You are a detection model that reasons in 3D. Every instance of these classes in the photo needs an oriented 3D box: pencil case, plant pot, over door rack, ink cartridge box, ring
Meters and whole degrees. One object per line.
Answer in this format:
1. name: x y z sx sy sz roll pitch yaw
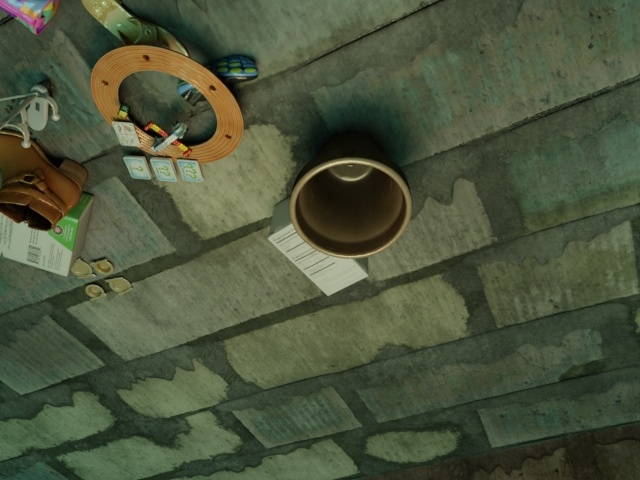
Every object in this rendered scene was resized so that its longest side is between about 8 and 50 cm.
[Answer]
1. pencil case: -0.628 -0.500 1.069 0.236 0.104 0.104 29 125 -21
2. plant pot: 0.066 -0.130 1.256 0.262 0.229 0.263 1 130 2
3. over door rack: -0.751 -0.223 1.184 0.324 0.240 0.108 6 134 12
4. ink cartridge box: -0.754 -0.058 1.423 0.289 0.122 0.211 20 127 -14
5. ring: -0.329 -0.290 1.220 0.336 0.032 0.337 8 146 5

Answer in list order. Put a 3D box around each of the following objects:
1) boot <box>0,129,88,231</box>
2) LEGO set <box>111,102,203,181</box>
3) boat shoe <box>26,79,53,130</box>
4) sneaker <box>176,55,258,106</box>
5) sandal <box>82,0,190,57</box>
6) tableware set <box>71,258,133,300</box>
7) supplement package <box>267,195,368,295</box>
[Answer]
1. boot: -0.706 -0.134 1.294 0.283 0.220 0.109 26 126 -17
2. LEGO set: -0.382 -0.206 1.284 0.182 0.060 0.244 5 146 3
3. boat shoe: -0.630 -0.304 1.263 0.049 0.040 0.142 31 138 -14
4. sneaker: -0.216 -0.341 1.210 0.188 0.067 0.078 -14 140 17
5. sandal: -0.383 -0.415 1.139 0.240 0.079 0.088 36 122 -24
6. tableware set: -0.639 0.111 1.623 0.141 0.020 0.169 -13 128 14
7. supplement package: 0.000 0.000 1.424 0.133 0.139 0.244 -29 123 26
